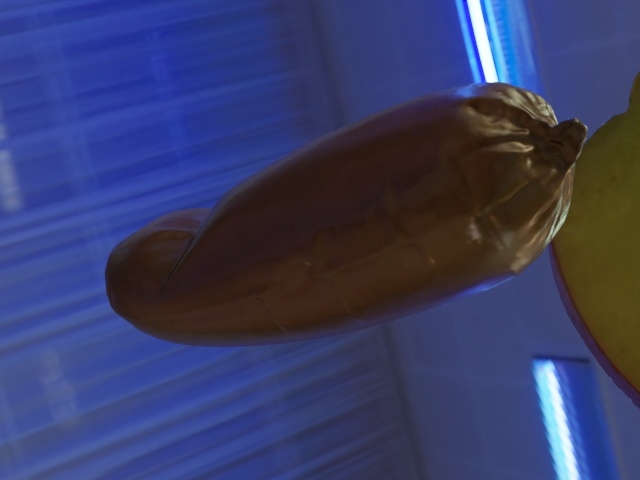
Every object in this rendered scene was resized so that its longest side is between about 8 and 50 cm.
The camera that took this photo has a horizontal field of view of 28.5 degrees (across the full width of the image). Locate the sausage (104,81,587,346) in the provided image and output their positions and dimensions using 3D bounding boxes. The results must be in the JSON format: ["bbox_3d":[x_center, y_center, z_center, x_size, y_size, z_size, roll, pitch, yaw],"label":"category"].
[{"bbox_3d":[0.000,0.000,0.364,0.183,0.062,0.054,-20,-73,39],"label":"sausage"}]

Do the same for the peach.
[{"bbox_3d":[0.355,0.049,0.913,0.380,0.306,0.242,39,-71,23],"label":"peach"}]
